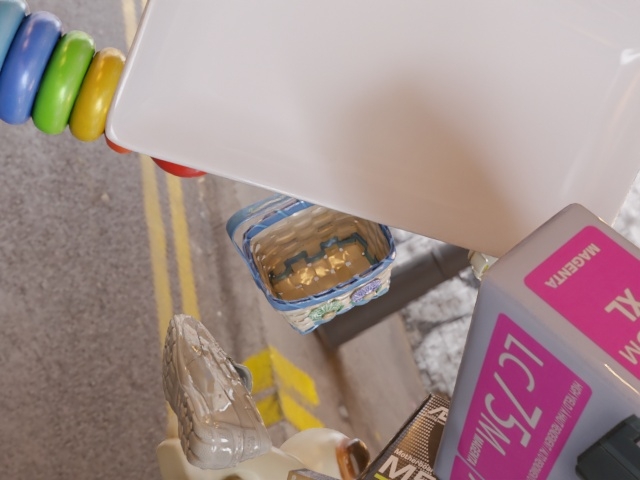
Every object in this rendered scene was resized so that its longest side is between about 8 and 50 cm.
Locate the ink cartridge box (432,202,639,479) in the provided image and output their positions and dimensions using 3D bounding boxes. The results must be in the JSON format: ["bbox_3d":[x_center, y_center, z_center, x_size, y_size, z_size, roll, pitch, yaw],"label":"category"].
[{"bbox_3d":[0.176,0.144,0.338,0.311,0.065,0.186,41,-27,25],"label":"ink cartridge box"}]

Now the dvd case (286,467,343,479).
[{"bbox_3d":[0.079,0.269,0.914,0.164,0.221,0.018,75,32,-76],"label":"dvd case"}]

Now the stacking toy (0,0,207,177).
[{"bbox_3d":[-0.242,-0.153,0.894,0.330,0.141,0.141,21,25,-13],"label":"stacking toy"}]

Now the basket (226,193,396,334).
[{"bbox_3d":[0.000,0.000,1.453,0.201,0.254,0.289,58,-7,40],"label":"basket"}]

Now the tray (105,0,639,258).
[{"bbox_3d":[0.049,-0.077,0.420,0.270,0.145,0.030,16,13,-28],"label":"tray"}]

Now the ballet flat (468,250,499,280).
[{"bbox_3d":[0.221,0.016,1.132,0.077,0.077,0.231,56,3,15],"label":"ballet flat"}]

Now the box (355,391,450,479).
[{"bbox_3d":[0.117,0.234,0.746,0.190,0.184,0.045,24,-36,34],"label":"box"}]

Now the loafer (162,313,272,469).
[{"bbox_3d":[-0.152,0.204,1.274,0.319,0.111,0.112,-123,-138,-57],"label":"loafer"}]

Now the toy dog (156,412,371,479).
[{"bbox_3d":[-0.103,0.471,1.716,0.407,0.284,0.396,1,66,-34],"label":"toy dog"}]
